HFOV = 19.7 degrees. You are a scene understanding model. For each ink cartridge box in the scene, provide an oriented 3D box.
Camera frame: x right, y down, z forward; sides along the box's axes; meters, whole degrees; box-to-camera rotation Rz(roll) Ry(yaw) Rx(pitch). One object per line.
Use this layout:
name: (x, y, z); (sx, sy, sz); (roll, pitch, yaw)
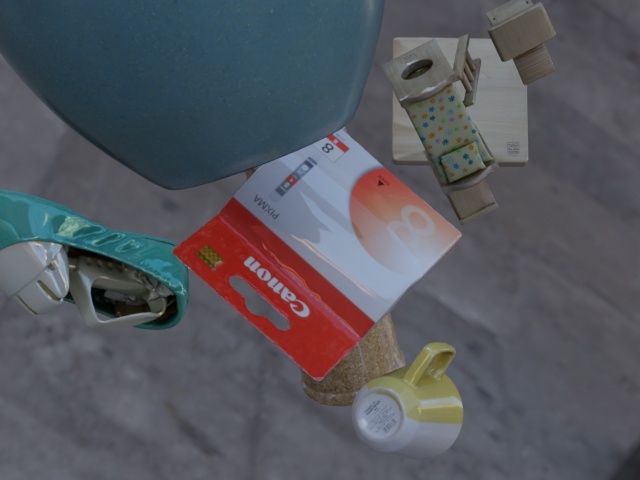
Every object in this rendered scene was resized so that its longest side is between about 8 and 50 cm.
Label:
ink cartridge box: (0.000, 0.000, 1.341); (0.145, 0.045, 0.179); (42, 43, 7)

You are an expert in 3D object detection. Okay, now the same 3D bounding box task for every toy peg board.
toy peg board: (0.166, -0.156, 2.229); (0.161, 0.161, 0.079); (1, -19, 0)

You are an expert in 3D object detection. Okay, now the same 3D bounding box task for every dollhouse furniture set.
dollhouse furniture set: (0.174, -0.110, 1.745); (0.182, 0.161, 0.101); (61, 5, -28)

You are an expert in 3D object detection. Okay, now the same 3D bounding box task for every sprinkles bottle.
sprinkles bottle: (-0.001, 0.002, 1.967); (0.121, 0.121, 0.355); (-90, 166, -62)

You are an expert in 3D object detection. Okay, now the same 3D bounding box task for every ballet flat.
ballet flat: (-0.198, 0.023, 1.466); (0.247, 0.083, 0.087); (16, 45, -42)

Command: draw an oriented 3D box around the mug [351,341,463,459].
mug: (0.051, 0.103, 1.178); (0.062, 0.078, 0.064); (0, -3, 27)

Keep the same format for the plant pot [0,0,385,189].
plant pot: (-0.075, -0.147, 1.212); (0.195, 0.290, 0.290); (70, 20, -10)
